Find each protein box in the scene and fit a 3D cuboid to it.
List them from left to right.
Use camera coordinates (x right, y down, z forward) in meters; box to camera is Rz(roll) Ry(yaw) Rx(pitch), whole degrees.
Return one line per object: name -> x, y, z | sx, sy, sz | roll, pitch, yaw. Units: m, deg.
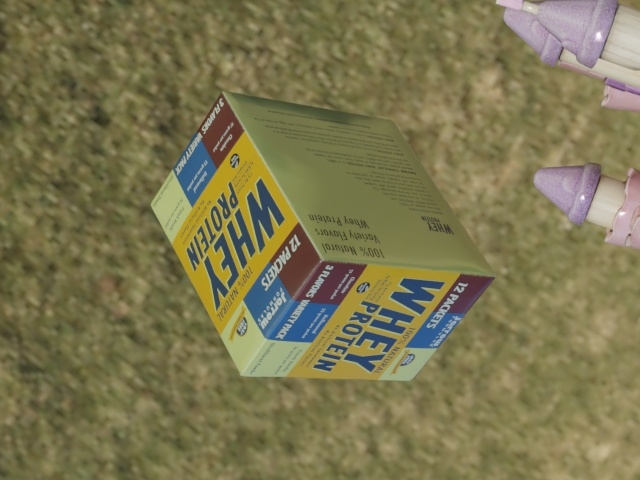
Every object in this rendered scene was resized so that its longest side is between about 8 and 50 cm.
protein box -> 0.000, 0.000, 1.447 | 0.199, 0.201, 0.136 | 6, 131, -41

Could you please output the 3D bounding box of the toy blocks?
toy blocks -> 0.264, -0.146, 1.296 | 0.288, 0.260, 0.309 | -2, 111, -84
